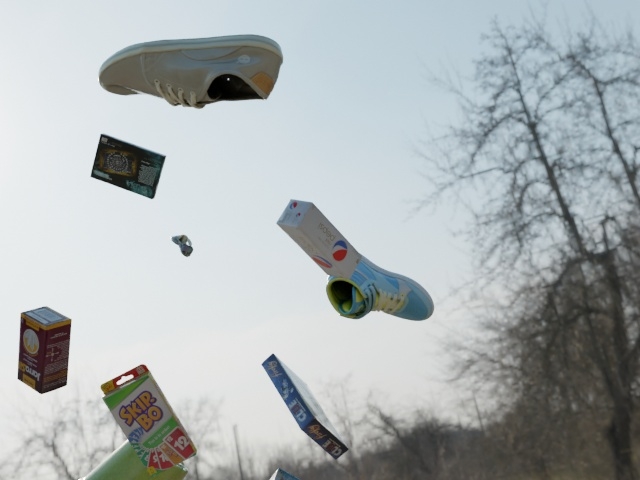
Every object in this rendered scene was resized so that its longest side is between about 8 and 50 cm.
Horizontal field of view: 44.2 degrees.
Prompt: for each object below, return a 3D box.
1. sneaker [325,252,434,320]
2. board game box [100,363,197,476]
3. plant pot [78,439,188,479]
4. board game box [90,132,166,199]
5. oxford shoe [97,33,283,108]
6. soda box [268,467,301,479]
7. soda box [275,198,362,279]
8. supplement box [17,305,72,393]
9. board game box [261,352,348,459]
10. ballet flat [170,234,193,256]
[{"bbox_3d":[0.145,0.158,2.032,0.319,0.208,0.127,26,-63,-4],"label":"sneaker"},{"bbox_3d":[-0.409,0.427,1.874,0.124,0.259,0.039,-27,12,0],"label":"board game box"},{"bbox_3d":[-0.507,0.664,2.139,0.254,0.276,0.276,-49,-15,-10],"label":"plant pot"},{"bbox_3d":[-0.520,-0.200,2.130,0.186,0.126,0.026,20,14,5],"label":"board game box"},{"bbox_3d":[-0.295,-0.350,1.711,0.450,0.130,0.169,-1,-13,21],"label":"oxford shoe"},{"bbox_3d":[-0.038,0.596,1.793,0.183,0.063,0.058,31,-58,-4],"label":"soda box"},{"bbox_3d":[0.000,0.000,1.749,0.074,0.069,0.216,10,-26,45],"label":"soda box"},{"bbox_3d":[-0.692,0.273,1.975,0.104,0.188,0.081,20,19,31],"label":"supplement box"},{"bbox_3d":[-0.039,0.391,1.872,0.042,0.243,0.165,-40,-51,-1],"label":"board game box"},{"bbox_3d":[-0.364,0.006,2.097,0.041,0.114,0.041,-13,-61,-24],"label":"ballet flat"}]
